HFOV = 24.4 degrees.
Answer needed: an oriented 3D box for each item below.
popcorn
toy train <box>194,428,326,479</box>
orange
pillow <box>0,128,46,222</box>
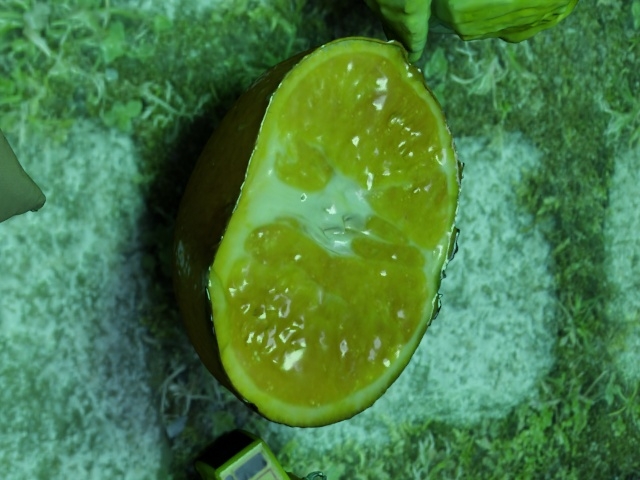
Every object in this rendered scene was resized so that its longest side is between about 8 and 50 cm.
[{"bbox_3d":[0.131,-0.297,1.325,0.225,0.276,0.276,-20,115,8],"label":"popcorn"},{"bbox_3d":[-0.092,0.269,1.401,0.219,0.089,0.127,-36,107,-18],"label":"toy train"},{"bbox_3d":[-0.004,0.000,1.292,0.274,0.274,0.310,10,57,-32],"label":"orange"},{"bbox_3d":[-0.353,-0.075,1.163,0.223,0.084,0.236,-29,118,-22],"label":"pillow"}]
